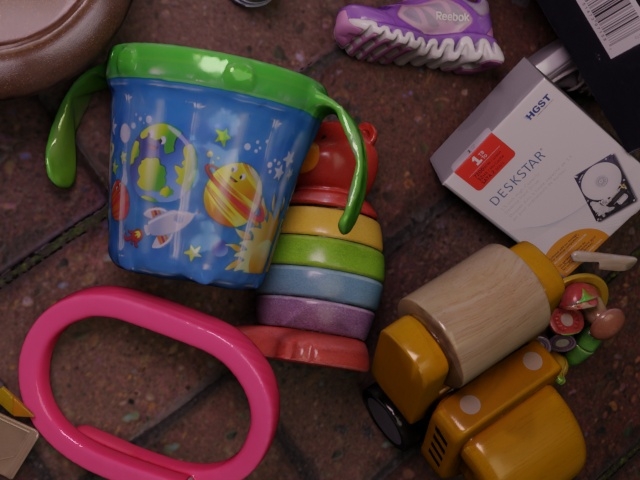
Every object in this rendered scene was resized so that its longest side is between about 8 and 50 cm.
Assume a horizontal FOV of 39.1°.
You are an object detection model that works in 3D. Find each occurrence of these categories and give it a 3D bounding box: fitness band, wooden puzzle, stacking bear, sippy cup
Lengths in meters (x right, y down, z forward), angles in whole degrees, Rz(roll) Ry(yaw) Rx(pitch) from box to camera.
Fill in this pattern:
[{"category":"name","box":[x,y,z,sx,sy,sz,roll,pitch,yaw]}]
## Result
[{"category":"fitness band","box":[-0.187,0.165,0.976,0.291,0.054,0.209,18,106,7]},{"category":"wooden puzzle","box":[-0.353,0.218,0.985,0.078,0.014,0.116,38,99,-13]},{"category":"stacking bear","box":[0.000,0.000,1.057,0.164,0.175,0.289,17,78,-46]},{"category":"sippy cup","box":[-0.123,-0.069,0.946,0.240,0.305,0.224,8,91,-42]}]

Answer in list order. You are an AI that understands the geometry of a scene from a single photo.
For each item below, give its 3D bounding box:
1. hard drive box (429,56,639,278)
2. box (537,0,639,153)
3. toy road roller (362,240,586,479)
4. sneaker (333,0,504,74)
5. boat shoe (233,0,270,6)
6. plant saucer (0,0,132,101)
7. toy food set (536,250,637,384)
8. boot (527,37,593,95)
[{"category":"hard drive box","box":[0.290,-0.089,1.166,0.232,0.089,0.181,34,110,-21]},{"category":"box","box":[0.439,-0.340,1.108,0.312,0.179,0.343,-35,94,-33]},{"category":"toy road roller","box":[0.204,0.183,1.061,0.202,0.329,0.240,-31,63,-18]},{"category":"sneaker","box":[0.123,-0.274,1.122,0.236,0.095,0.104,2,87,-28]},{"category":"boat shoe","box":[-0.116,-0.409,1.000,0.109,0.094,0.302,-34,107,-17]},{"category":"plant saucer","box":[-0.309,-0.279,0.798,0.311,0.050,0.310,-2,95,-23]},{"category":"toy food set","box":[0.341,0.117,1.203,0.128,0.071,0.218,13,119,-33]},{"category":"boot","box":[0.371,-0.229,1.222,0.258,0.095,0.123,-34,100,-18]}]
